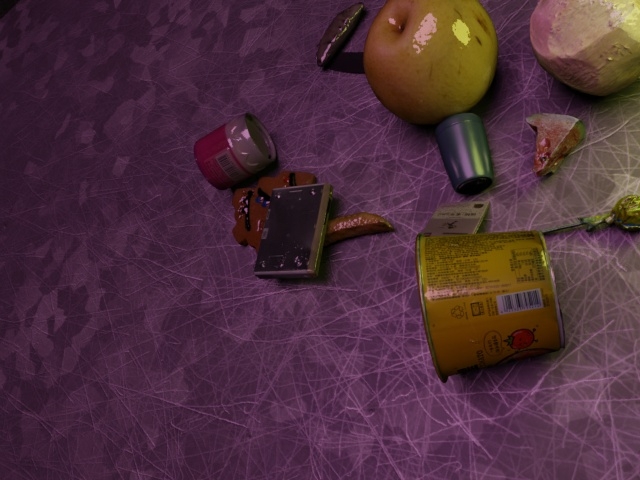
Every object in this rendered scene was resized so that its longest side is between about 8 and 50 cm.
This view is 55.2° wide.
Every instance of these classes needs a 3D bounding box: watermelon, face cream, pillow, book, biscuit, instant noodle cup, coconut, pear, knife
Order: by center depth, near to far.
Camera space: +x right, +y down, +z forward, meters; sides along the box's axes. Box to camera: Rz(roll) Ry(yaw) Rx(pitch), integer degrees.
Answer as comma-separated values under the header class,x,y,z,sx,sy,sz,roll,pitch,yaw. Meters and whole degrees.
class,x,y,z,sx,sy,sz,roll,pitch,yaw
instant noodle cup,0.351,0.119,1.275,0.254,0.325,0.326,-11,65,16
coconut,0.617,-0.469,1.369,0.254,0.297,0.297,-34,52,48
watermelon,0.557,-0.222,1.417,0.121,0.098,0.158,-17,57,39
book,0.321,-0.047,1.457,0.127,0.014,0.182,2,32,30
pear,0.276,-0.466,1.538,0.348,0.348,0.348,-11,65,26
biscuit,-0.139,-0.103,1.791,0.301,0.043,0.278,-42,56,9
knife,0.133,-0.533,1.831,0.245,0.019,0.072,12,78,36
face cream,-0.256,-0.267,1.846,0.194,0.175,0.175,-25,60,18
pillow,0.048,-0.645,1.902,0.093,0.051,0.241,33,89,42

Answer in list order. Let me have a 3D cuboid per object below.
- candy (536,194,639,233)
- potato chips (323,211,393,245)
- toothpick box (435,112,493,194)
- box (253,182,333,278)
class,x,y,z,sx,sy,sz,roll,pitch,yaw
candy,0.589,-0.039,1.345,0.262,0.073,0.077,-15,90,32
potato chips,0.000,0.000,1.661,0.407,0.057,0.080,-22,55,21
toothpick box,0.358,-0.208,1.507,0.120,0.120,0.184,-18,66,23
box,-0.076,-0.027,1.656,0.210,0.045,0.270,-2,64,30
